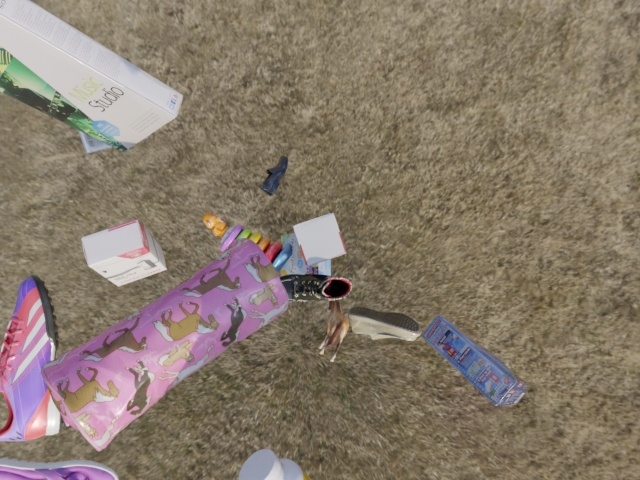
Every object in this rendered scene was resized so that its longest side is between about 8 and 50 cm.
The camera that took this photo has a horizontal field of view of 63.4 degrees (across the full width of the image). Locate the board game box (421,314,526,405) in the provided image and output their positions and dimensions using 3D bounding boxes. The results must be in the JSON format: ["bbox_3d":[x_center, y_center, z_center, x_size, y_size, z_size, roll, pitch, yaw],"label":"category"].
[{"bbox_3d":[0.300,0.231,1.007,0.194,0.194,0.060,41,97,32],"label":"board game box"}]

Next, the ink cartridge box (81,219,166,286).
[{"bbox_3d":[-0.549,0.041,1.469,0.159,0.218,0.092,-19,73,-7],"label":"ink cartridge box"}]

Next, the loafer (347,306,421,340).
[{"bbox_3d":[0.225,0.307,1.841,0.269,0.102,0.091,13,115,23],"label":"loafer"}]

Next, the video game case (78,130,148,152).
[{"bbox_3d":[-0.477,-0.288,1.157,0.143,0.019,0.157,-25,110,-34],"label":"video game case"}]

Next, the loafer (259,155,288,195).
[{"bbox_3d":[-0.172,-0.251,1.927,0.061,0.062,0.170,31,64,-22],"label":"loafer"}]

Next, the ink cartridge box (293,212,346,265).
[{"bbox_3d":[0.000,0.000,1.576,0.128,0.176,0.128,-19,87,1],"label":"ink cartridge box"}]

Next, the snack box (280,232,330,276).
[{"bbox_3d":[-0.057,0.057,1.879,0.070,0.207,0.174,6,80,-43],"label":"snack box"}]

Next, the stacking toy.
[{"bbox_3d":[-0.255,0.012,1.658,0.302,0.175,0.165,36,103,-4],"label":"stacking toy"}]

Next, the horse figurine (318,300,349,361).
[{"bbox_3d":[0.043,0.288,1.690,0.066,0.263,0.174,22,92,-5],"label":"horse figurine"}]

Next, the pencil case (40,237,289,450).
[{"bbox_3d":[-0.234,0.152,0.822,0.386,0.167,0.160,-36,54,-27],"label":"pencil case"}]

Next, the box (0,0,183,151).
[{"bbox_3d":[-0.445,-0.282,0.923,0.322,0.232,0.058,28,62,-36],"label":"box"}]

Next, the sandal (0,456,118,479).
[{"bbox_3d":[-0.846,0.770,1.593,0.417,0.102,0.169,8,104,-11],"label":"sandal"}]

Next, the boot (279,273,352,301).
[{"bbox_3d":[-0.035,0.137,1.503,0.237,0.178,0.085,-3,87,-13],"label":"boot"}]

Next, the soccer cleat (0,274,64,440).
[{"bbox_3d":[-0.576,0.228,1.007,0.117,0.109,0.317,-5,88,-34],"label":"soccer cleat"}]

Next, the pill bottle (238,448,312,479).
[{"bbox_3d":[-0.022,0.188,0.373,0.043,0.043,0.083,-38,114,-9],"label":"pill bottle"}]
